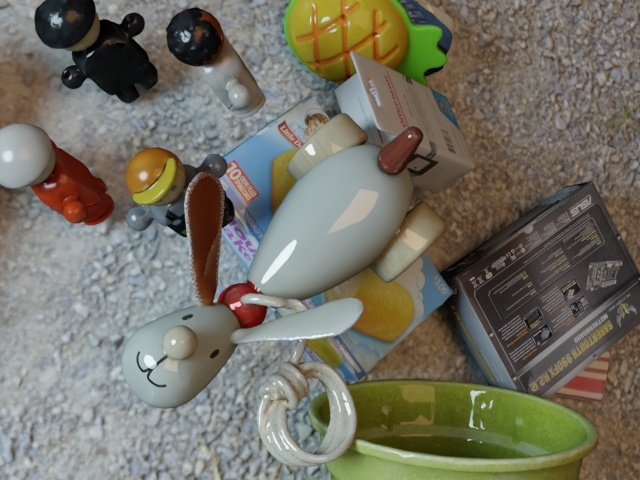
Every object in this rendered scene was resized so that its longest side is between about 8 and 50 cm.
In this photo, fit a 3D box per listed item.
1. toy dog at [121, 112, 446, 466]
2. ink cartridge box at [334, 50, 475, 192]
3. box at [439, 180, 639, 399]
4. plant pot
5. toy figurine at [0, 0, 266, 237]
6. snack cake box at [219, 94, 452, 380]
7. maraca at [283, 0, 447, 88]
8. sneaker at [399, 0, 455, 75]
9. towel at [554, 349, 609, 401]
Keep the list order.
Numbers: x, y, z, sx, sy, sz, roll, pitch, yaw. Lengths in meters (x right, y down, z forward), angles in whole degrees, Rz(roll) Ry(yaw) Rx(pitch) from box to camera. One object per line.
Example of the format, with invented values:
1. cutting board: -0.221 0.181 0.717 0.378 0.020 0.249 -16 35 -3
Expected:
1. toy dog: -0.009 0.006 0.685 0.220 0.161 0.333 27 59 -3
2. ink cartridge box: 0.082 -0.124 0.872 0.180 0.060 0.104 13 53 -47
3. box: 0.268 0.063 0.950 0.231 0.056 0.183 -33 99 -21
4. plant pot: 0.122 0.293 0.796 0.276 0.276 0.253 0 94 -23
5. toy figurine: -0.170 -0.113 0.728 0.210 0.148 0.213 11 76 23
6. snack cake box: 0.000 0.000 0.859 0.152 0.089 0.264 -39 98 -22
7. maraca: 0.049 -0.222 0.896 0.186 0.127 0.099 23 43 -14
8. sneaker: 0.088 -0.250 0.947 0.152 0.058 0.084 25 65 -24
9. towel: 0.303 0.097 1.008 0.144 0.029 0.197 14 80 -20
